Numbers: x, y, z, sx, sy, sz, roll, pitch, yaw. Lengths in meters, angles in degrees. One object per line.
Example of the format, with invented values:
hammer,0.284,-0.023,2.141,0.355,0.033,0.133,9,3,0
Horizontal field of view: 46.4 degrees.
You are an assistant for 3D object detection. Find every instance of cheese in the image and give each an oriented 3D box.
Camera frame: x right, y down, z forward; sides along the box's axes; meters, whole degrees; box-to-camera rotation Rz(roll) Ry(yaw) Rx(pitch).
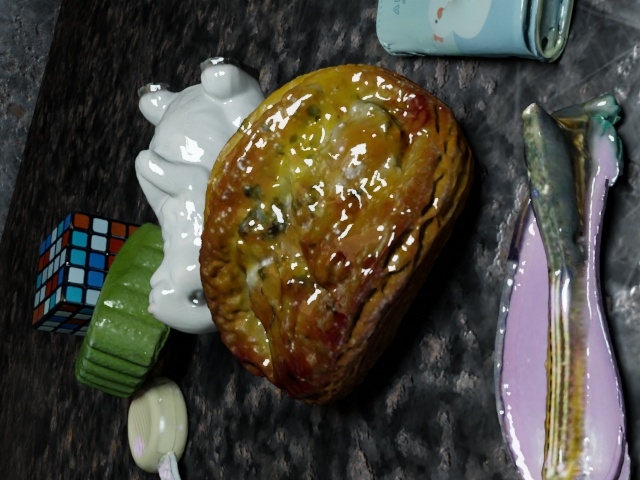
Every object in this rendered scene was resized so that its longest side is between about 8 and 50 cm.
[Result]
cheese,-0.248,0.320,1.170,0.137,0.064,0.227,-62,35,26

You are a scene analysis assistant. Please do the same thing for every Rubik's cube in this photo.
Rubik's cube,-0.417,0.072,1.400,0.184,0.182,0.187,-34,52,47

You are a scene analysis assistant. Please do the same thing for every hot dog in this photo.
hot dog,0.000,0.000,0.814,0.267,0.174,0.388,40,114,29

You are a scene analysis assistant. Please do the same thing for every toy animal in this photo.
toy animal,-0.139,-0.051,1.024,0.193,0.257,0.358,-17,74,39

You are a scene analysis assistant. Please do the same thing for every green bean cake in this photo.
green bean cake,-0.292,0.109,1.190,0.222,0.124,0.248,128,159,-53

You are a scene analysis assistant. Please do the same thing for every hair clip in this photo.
hair clip,0.197,0.054,0.628,0.110,0.095,0.359,-1,85,20

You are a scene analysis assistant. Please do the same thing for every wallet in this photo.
wallet,0.156,-0.280,0.782,0.250,0.075,0.176,25,114,56

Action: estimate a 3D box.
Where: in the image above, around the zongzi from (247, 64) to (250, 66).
zongzi,-0.134,-0.237,1.231,0.073,0.067,0.083,125,161,-46
